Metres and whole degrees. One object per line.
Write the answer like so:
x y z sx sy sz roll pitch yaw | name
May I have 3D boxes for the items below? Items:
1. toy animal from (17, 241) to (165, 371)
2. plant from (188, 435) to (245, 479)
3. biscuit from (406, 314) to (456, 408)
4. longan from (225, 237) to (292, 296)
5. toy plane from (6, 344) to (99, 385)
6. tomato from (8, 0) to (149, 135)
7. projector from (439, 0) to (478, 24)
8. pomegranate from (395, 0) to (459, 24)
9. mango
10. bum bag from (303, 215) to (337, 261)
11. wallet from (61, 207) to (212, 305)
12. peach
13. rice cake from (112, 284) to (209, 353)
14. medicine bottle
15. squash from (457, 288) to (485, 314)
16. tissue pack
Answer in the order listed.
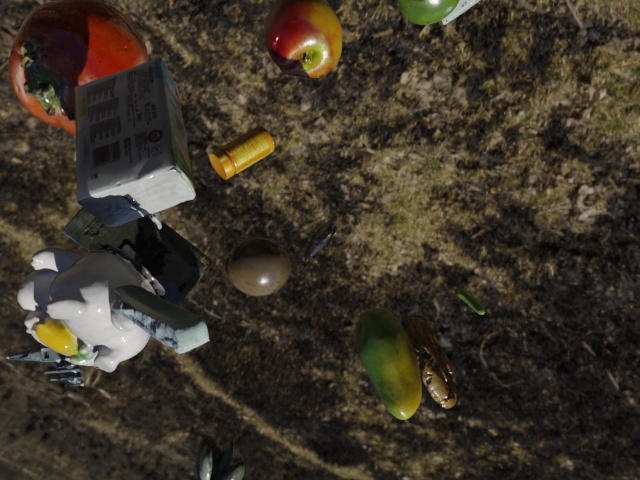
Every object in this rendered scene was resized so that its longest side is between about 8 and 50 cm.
-0.355 0.107 0.830 0.208 0.154 0.325 42 150 -3 | toy animal
-0.234 0.526 1.058 0.146 0.275 0.149 15 176 32 | plant
0.253 0.268 1.219 0.042 0.226 0.226 -26 124 16 | biscuit
-0.094 0.043 0.856 0.113 0.092 0.113 -6 161 -2 | longan
-0.574 0.244 1.183 0.234 0.160 0.082 -7 179 -9 | toy plane
-0.556 -0.410 1.295 0.321 0.322 0.322 14 141 12 | tomato
0.370 -0.683 1.494 0.147 0.061 0.115 -34 109 11 | projector
0.275 -0.606 1.259 0.224 0.181 0.182 -23 131 2 | pomegranate
0.119 0.210 0.943 0.085 0.191 0.122 -21 167 17 | mango
0.000 0.000 1.747 0.049 0.087 0.198 29 132 -15 | bum bag
-0.427 0.014 1.289 0.317 0.169 0.044 40 158 -9 | wallet
-0.041 -0.477 1.250 0.197 0.197 0.197 14 141 12 | peach
-0.170 0.076 0.547 0.180 0.042 0.030 11 111 50 | rice cake
-0.247 -0.280 1.728 0.096 0.192 0.096 44 156 26 | medicine bottle
0.355 0.144 1.275 0.089 0.027 0.027 49 163 43 | squash
-0.288 -0.144 0.875 0.159 0.230 0.145 -18 153 4 | tissue pack
